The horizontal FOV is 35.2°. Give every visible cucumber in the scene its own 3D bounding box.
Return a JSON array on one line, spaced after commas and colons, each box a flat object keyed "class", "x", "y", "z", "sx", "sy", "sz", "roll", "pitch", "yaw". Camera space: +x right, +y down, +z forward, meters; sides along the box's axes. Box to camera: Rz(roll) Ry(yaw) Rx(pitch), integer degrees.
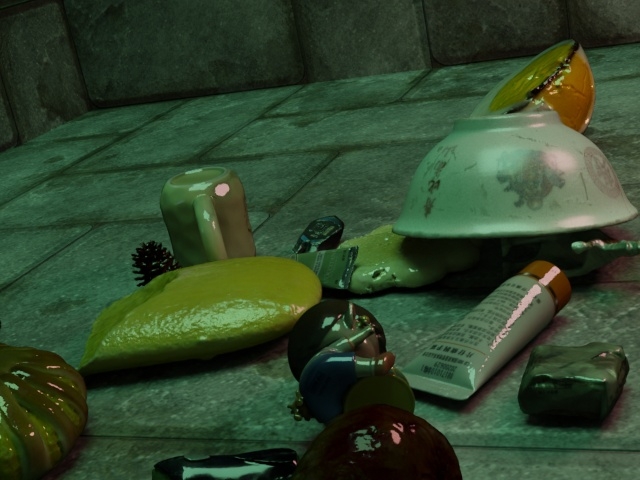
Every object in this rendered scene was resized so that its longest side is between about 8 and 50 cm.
[{"class": "cucumber", "x": -0.117, "y": 0.299, "z": 1.239, "sx": 0.193, "sy": 0.085, "sz": 0.115, "roll": -5, "pitch": 17, "yaw": -2}]

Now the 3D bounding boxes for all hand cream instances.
[{"class": "hand cream", "x": 0.252, "y": 0.135, "z": 1.472, "sx": 0.314, "sy": 0.089, "sz": 0.140, "roll": -30, "pitch": 25, "yaw": -33}, {"class": "hand cream", "x": -0.032, "y": 0.053, "z": 1.872, "sx": 0.235, "sy": 0.055, "sz": 0.086, "roll": -4, "pitch": 62, "yaw": 41}]

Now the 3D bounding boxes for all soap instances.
[{"class": "soap", "x": -0.208, "y": 0.118, "z": 1.743, "sx": 0.428, "sy": 0.115, "sz": 0.306, "roll": -12, "pitch": 16, "yaw": 0}]

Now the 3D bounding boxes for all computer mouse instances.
[{"class": "computer mouse", "x": 0.000, "y": 0.000, "z": 2.063, "sx": 0.079, "sy": 0.047, "sz": 0.135, "roll": 12, "pitch": 41, "yaw": 38}]

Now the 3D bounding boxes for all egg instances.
[{"class": "egg", "x": 0.524, "y": -0.307, "z": 2.395, "sx": 0.337, "sy": 0.201, "sz": 0.337, "roll": -35, "pitch": 12, "yaw": 9}]

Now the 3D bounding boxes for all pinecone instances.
[{"class": "pinecone", "x": -0.326, "y": 0.053, "z": 2.006, "sx": 0.102, "sy": 0.109, "sz": 0.102, "roll": -14, "pitch": -5, "yaw": -1}]

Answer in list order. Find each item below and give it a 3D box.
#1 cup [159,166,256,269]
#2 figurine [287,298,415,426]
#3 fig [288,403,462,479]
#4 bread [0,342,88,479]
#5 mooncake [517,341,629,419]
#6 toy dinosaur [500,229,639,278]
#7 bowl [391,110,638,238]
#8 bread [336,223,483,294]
[{"class": "cup", "x": -0.239, "y": -0.022, "z": 2.022, "sx": 0.173, "sy": 0.202, "sz": 0.255, "roll": -5, "pitch": 20, "yaw": 16}, {"class": "figurine", "x": 0.034, "y": 0.172, "z": 1.418, "sx": 0.158, "sy": 0.161, "sz": 0.275, "roll": 27, "pitch": 15, "yaw": -15}, {"class": "fig", "x": 0.024, "y": 0.309, "z": 1.084, "sx": 0.290, "sy": 0.191, "sz": 0.190, "roll": -50, "pitch": 9, "yaw": 19}, {"class": "bread", "x": -0.491, "y": 0.248, "z": 1.466, "sx": 0.333, "sy": 0.160, "sz": 0.333, "roll": -9, "pitch": 19, "yaw": 3}, {"class": "mooncake", "x": 0.327, "y": 0.182, "z": 1.308, "sx": 0.130, "sy": 0.073, "sz": 0.125, "roll": 1, "pitch": 19, "yaw": 28}, {"class": "toy dinosaur", "x": 0.389, "y": 0.012, "z": 1.737, "sx": 0.206, "sy": 0.092, "sz": 0.393, "roll": -11, "pitch": 5, "yaw": -9}, {"class": "bowl", "x": 0.336, "y": -0.127, "z": 1.793, "sx": 0.435, "sy": 0.195, "sz": 0.435, "roll": -4, "pitch": 6, "yaw": 0}, {"class": "bread", "x": 0.155, "y": 0.024, "z": 1.898, "sx": 0.316, "sy": 0.054, "sz": 0.316, "roll": -11, "pitch": 17, "yaw": 4}]
